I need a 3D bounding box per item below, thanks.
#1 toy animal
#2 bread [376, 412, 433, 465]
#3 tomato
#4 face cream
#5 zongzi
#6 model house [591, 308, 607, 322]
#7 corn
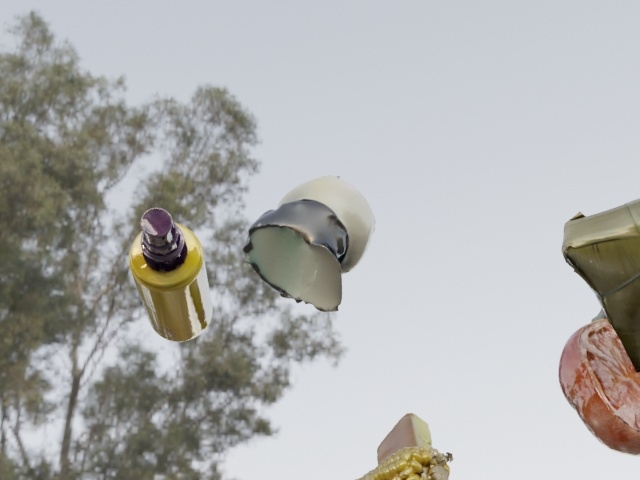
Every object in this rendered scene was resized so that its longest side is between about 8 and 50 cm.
[{"bbox_3d":[0.000,0.000,1.336,0.166,0.179,0.138,45,-42,0],"label":"toy animal"},{"bbox_3d":[0.191,0.507,2.016,0.077,0.361,0.138,30,-73,-11],"label":"bread"},{"bbox_3d":[0.454,0.233,1.441,0.237,0.236,0.095,18,-49,-22],"label":"tomato"},{"bbox_3d":[-0.161,0.034,1.022,0.078,0.078,0.273,1,-23,-3],"label":"face cream"},{"bbox_3d":[0.480,0.050,1.291,0.228,0.115,0.256,-23,-77,26],"label":"zongzi"},{"bbox_3d":[0.627,0.146,1.615,0.245,0.312,0.280,15,-76,-34],"label":"model house"},{"bbox_3d":[0.040,0.357,1.210,0.102,0.102,0.313,29,-51,-32],"label":"corn"}]
